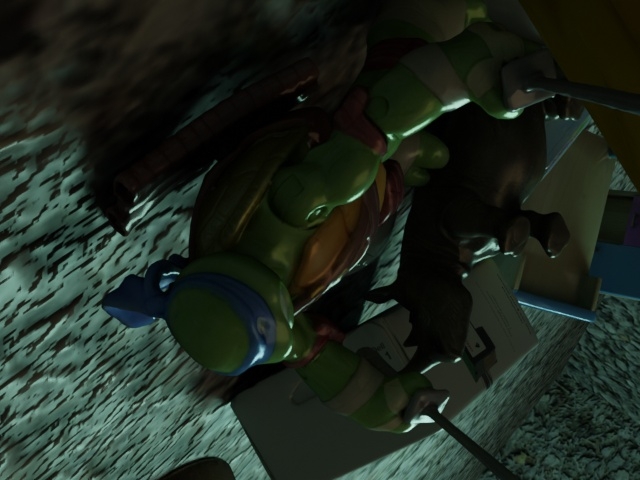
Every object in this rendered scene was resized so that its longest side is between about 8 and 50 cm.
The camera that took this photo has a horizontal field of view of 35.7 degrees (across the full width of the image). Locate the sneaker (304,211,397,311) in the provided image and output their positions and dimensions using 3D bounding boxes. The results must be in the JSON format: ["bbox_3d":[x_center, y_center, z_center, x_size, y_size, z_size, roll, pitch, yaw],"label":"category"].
[{"bbox_3d":[0.000,0.000,0.637,0.152,0.053,0.061,-45,155,-27],"label":"sneaker"}]

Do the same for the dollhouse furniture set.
[{"bbox_3d":[0.247,-0.068,1.093,0.303,0.198,0.287,13,89,-37],"label":"dollhouse furniture set"}]

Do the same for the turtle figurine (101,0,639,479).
[{"bbox_3d":[0.058,-0.009,0.488,0.266,0.274,0.198,-66,143,-52],"label":"turtle figurine"}]

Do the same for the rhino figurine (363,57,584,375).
[{"bbox_3d":[0.102,-0.019,0.639,0.073,0.106,0.243,25,90,-42],"label":"rhino figurine"}]

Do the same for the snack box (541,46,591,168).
[{"bbox_3d":[0.170,-0.091,0.810,0.174,0.070,0.207,-48,173,-23],"label":"snack box"}]

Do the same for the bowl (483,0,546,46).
[{"bbox_3d":[0.200,-0.233,0.613,0.298,0.134,0.298,-46,159,-24],"label":"bowl"}]

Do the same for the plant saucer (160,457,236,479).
[{"bbox_3d":[-0.157,0.312,0.779,0.310,0.050,0.311,-47,160,-23],"label":"plant saucer"}]

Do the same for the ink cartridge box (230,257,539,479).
[{"bbox_3d":[0.058,0.105,0.795,0.160,0.093,0.219,-33,174,31],"label":"ink cartridge box"}]

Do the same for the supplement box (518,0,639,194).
[{"bbox_3d":[0.187,-0.150,0.425,0.194,0.191,0.129,-31,175,4],"label":"supplement box"}]
